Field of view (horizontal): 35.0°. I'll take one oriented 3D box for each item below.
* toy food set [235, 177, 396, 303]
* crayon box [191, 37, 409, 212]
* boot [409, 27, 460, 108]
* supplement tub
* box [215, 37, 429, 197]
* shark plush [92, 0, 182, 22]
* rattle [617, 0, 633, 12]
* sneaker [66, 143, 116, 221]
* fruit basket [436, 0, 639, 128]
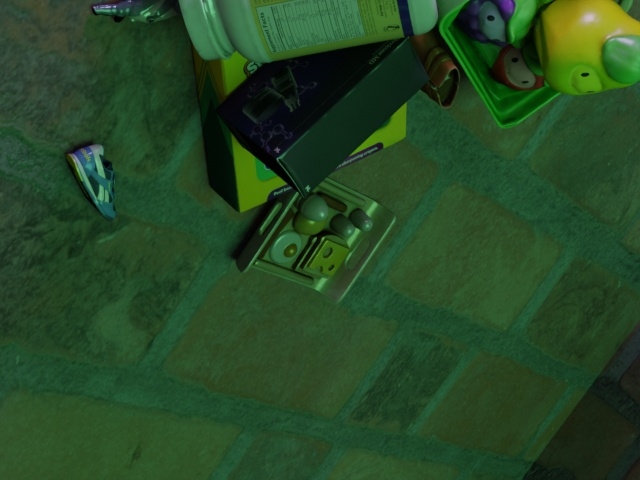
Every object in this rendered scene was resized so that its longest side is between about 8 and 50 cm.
[{"bbox_3d":[0.000,0.000,1.935,0.306,0.092,0.220,23,104,-50],"label":"toy food set"},{"bbox_3d":[-0.023,-0.257,1.692,0.363,0.106,0.313,-26,134,-25],"label":"crayon box"},{"bbox_3d":[0.195,-0.342,1.784,0.073,0.152,0.197,-22,136,-9],"label":"boot"},{"bbox_3d":[-0.017,-0.377,1.395,0.331,0.241,0.241,-9,138,9],"label":"supplement tub"},{"bbox_3d":[0.001,-0.218,1.518,0.261,0.184,0.103,-44,140,-6],"label":"box"},{"bbox_3d":[-0.250,-0.351,1.464,0.161,0.073,0.067,-15,113,-9],"label":"shark plush"},{"bbox_3d":[0.560,-0.499,2.114,0.130,0.143,0.200,22,124,-18],"label":"rattle"},{"bbox_3d":[-0.339,-0.088,1.569,0.059,0.053,0.144,-37,141,-19],"label":"sneaker"},{"bbox_3d":[0.390,-0.347,1.777,0.283,0.392,0.392,-35,143,10],"label":"fruit basket"}]
